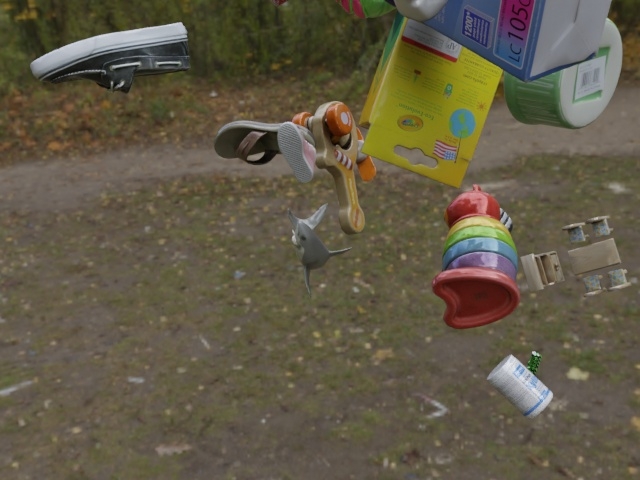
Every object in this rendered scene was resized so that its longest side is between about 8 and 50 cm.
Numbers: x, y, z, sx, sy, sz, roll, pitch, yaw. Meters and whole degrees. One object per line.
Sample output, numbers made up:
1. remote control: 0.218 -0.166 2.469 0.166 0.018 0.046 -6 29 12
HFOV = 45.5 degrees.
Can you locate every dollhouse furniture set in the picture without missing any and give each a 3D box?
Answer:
1. dollhouse furniture set: 0.733 0.063 2.209 0.242 0.212 0.161 -21 -10 40

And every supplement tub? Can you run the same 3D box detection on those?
1. supplement tub: 0.375 0.275 1.435 0.107 0.071 0.071 44 33 8

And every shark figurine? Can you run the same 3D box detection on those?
1. shark figurine: 0.004 0.012 1.604 0.116 0.166 0.278 -15 10 2

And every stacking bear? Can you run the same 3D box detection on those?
1. stacking bear: 0.324 0.014 1.595 0.164 0.175 0.288 -10 46 17

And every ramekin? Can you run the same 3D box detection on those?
1. ramekin: 0.602 -0.418 1.870 0.304 0.303 0.148 -18 31 -36

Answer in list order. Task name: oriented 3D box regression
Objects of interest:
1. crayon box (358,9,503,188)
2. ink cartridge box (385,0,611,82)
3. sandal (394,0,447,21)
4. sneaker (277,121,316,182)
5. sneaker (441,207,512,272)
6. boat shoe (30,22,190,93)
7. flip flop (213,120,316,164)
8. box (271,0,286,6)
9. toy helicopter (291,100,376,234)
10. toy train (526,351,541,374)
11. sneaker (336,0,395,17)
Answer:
1. crayon box: 0.199 -0.272 1.344 0.202 0.318 0.081 20 1 -13
2. ink cartridge box: 0.232 -0.438 1.099 0.151 0.269 0.395 -19 43 -24
3. sandal: 0.067 -0.447 0.900 0.102 0.416 0.169 17 51 35
4. sneaker: -0.046 -0.188 1.534 0.051 0.134 0.070 -11 33 19
5. sneaker: 0.371 0.038 1.965 0.281 0.106 0.162 -43 7 -32
6. boat shoe: -0.415 -0.361 1.573 0.335 0.119 0.121 -21 13 -25
7. flip flop: -0.141 -0.219 1.805 0.277 0.112 0.080 5 59 28
8. box: -0.129 -0.678 1.746 0.123 0.128 0.257 -33 68 -15
9. toy helicopter: 0.066 -0.192 2.025 0.140 0.354 0.235 -9 2 33
10. toy train: 0.478 0.278 1.719 0.017 0.083 0.023 -25 50 -21
11. sneaker: 0.072 -0.613 1.532 0.202 0.185 0.482 -13 58 -22
